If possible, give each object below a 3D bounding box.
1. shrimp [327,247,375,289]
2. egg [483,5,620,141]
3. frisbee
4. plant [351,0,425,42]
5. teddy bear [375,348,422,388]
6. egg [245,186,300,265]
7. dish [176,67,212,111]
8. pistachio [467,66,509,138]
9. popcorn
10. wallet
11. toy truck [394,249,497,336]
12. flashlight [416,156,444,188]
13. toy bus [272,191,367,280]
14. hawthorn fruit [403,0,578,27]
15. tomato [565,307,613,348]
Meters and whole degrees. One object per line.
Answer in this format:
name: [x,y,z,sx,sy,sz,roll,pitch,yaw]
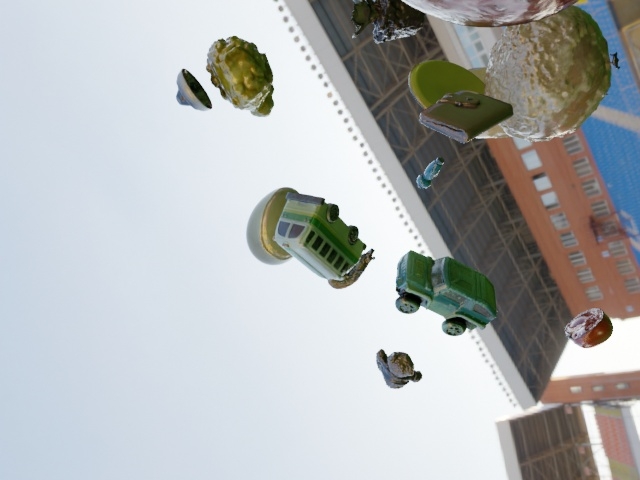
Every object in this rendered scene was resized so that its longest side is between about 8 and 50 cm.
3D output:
shrimp: [0.107,0.099,1.847,0.150,0.217,0.051,21,-151,-38]
egg: [0.515,-0.375,1.157,0.279,0.279,0.311,-48,-42,-50]
frisbee: [0.329,-0.368,1.253,0.235,0.017,0.236,9,-123,-14]
plant: [0.178,-0.623,1.388,0.131,0.203,0.143,-119,20,-84]
teddy bear: [0.280,0.475,1.840,0.251,0.181,0.129,91,-166,-67]
egg: [-0.130,-0.045,1.568,0.188,0.188,0.254,8,-71,-50]
dish: [-0.398,-0.434,1.514,0.141,0.078,0.141,55,-168,-17]
pistachio: [0.491,-0.384,1.415,0.214,0.317,0.194,-33,-53,-68]
popcorn: [-0.224,-0.497,1.526,0.233,0.192,0.266,43,174,49]
wallet: [0.259,-0.227,0.899,0.152,0.118,0.039,-34,-41,-31]
toy truck: [0.331,0.136,1.361,0.278,0.156,0.155,27,-135,-13]
flashlight: [0.369,-0.225,1.685,0.051,0.129,0.051,15,-129,-19]
toy bus: [0.000,0.000,1.376,0.276,0.133,0.165,44,-114,-48]
hawthorn fruit: [0.211,-0.427,0.525,0.402,0.402,0.403,26,-125,-44]
tomato: [0.856,0.290,1.589,0.091,0.139,0.159,48,-168,6]
